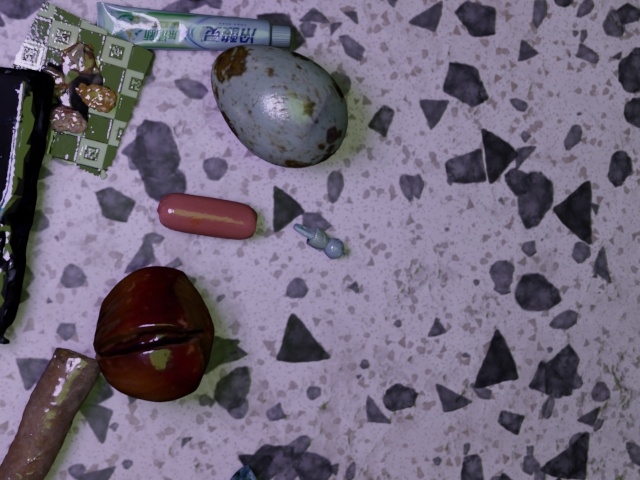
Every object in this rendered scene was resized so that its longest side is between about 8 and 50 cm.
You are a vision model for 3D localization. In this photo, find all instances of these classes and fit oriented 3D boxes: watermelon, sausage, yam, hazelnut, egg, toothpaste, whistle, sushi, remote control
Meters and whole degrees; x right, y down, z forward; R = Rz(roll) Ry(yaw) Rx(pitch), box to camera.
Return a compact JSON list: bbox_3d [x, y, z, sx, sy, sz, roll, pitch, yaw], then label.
[{"bbox_3d":[-0.114,0.405,1.432,0.085,0.085,0.061,-57,146,-8],"label":"watermelon"},{"bbox_3d":[-0.176,-0.037,1.382,0.154,0.062,0.062,9,89,-17],"label":"sausage"},{"bbox_3d":[-0.434,0.324,1.309,0.081,0.081,0.356,29,82,-16],"label":"yam"},{"bbox_3d":[-0.247,0.138,1.315,0.178,0.178,0.203,-7,77,-17],"label":"hazelnut"},{"bbox_3d":[-0.065,-0.209,1.357,0.231,0.169,0.169,35,82,-2],"label":"egg"},{"bbox_3d":[-0.194,-0.323,1.378,0.297,0.048,0.074,0,99,-14],"label":"toothpaste"},{"bbox_3d":[0.000,0.000,1.452,0.100,0.035,0.035,30,83,-15],"label":"whistle"},{"bbox_3d":[-0.367,-0.221,1.315,0.193,0.040,0.210,24,92,-16],"label":"sushi"},{"bbox_3d":[-0.480,-0.055,1.272,0.145,0.062,0.398,8,90,6],"label":"remote control"}]
